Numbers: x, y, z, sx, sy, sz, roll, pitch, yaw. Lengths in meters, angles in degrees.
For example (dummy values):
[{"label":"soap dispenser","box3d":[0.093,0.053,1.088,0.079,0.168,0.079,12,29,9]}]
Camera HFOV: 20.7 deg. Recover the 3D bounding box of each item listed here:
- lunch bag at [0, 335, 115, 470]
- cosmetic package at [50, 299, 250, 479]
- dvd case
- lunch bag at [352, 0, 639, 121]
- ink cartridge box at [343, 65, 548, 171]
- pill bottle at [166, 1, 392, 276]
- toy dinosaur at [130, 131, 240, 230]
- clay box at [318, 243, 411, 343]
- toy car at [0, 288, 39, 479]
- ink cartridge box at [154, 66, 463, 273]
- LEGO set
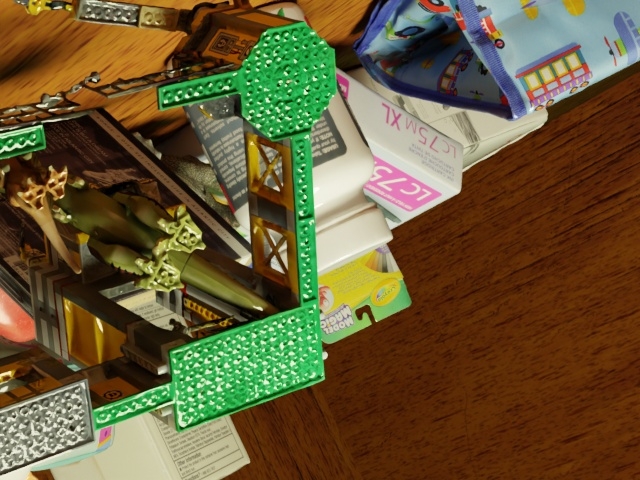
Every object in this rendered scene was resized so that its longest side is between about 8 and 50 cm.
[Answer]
[{"label":"lunch bag","box3d":[-0.324,0.121,1.535,0.279,0.108,0.224,11,-174,19]},{"label":"cosmetic package","box3d":[-0.207,0.119,1.685,0.129,0.296,0.153,-27,174,26]},{"label":"dvd case","box3d":[-0.160,-0.019,1.161,0.221,0.164,0.018,-21,149,-57]},{"label":"lunch bag","box3d":[0.163,-0.187,1.370,0.221,0.138,0.293,-28,-174,-14]},{"label":"ink cartridge box","box3d":[0.055,-0.100,1.754,0.283,0.117,0.207,-22,175,-40]},{"label":"pill bottle","box3d":[-0.024,-0.065,1.228,0.108,0.180,0.108,-25,176,-2]},{"label":"toy dinosaur","box3d":[-0.140,-0.031,1.450,0.313,0.160,0.121,180,-67,-77]},{"label":"clay box","box3d":[0.000,0.000,1.981,0.127,0.222,0.053,-24,176,-23]},{"label":"toy car","box3d":[-0.278,0.105,1.214,0.210,0.238,0.219,-10,178,0]},{"label":"ink cartridge box","box3d":[-0.046,-0.044,1.546,0.186,0.065,0.311,29,144,-30]},{"label":"LEGO set","box3d":[-0.155,-0.009,0.933,0.331,0.255,0.192,-26,-151,-28]}]
